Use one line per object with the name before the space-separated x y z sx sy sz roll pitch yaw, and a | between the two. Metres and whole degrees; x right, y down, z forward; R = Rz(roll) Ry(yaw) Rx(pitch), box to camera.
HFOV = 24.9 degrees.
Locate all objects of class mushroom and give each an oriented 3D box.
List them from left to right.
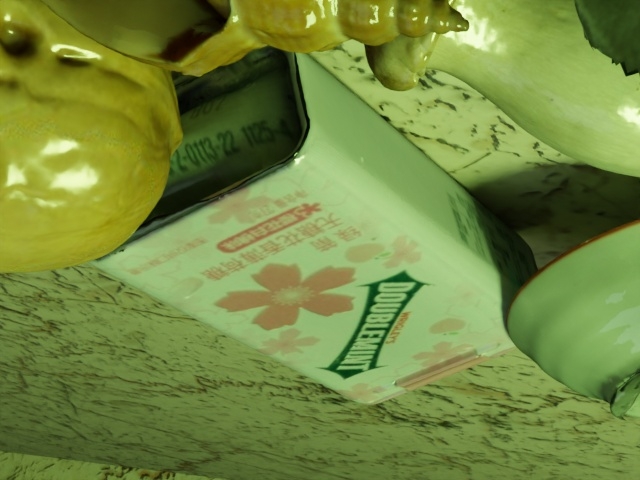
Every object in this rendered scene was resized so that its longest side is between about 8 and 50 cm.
mushroom | 0.126 -0.096 0.756 0.212 0.088 0.097 24 149 -18

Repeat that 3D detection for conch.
conch | -0.080 -0.149 0.719 0.330 0.109 0.093 20 -155 21

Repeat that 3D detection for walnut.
walnut | -0.184 -0.080 0.807 0.221 0.195 0.195 15 161 -16

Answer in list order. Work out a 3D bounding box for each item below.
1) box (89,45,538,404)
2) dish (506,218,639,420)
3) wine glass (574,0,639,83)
box | 0.000 0.000 1.019 0.190 0.112 0.369 -25 146 21
dish | 0.268 0.068 1.031 0.260 0.085 0.260 -7 152 -4
wine glass | 0.090 -0.169 0.405 0.190 0.191 0.357 -2 157 33
